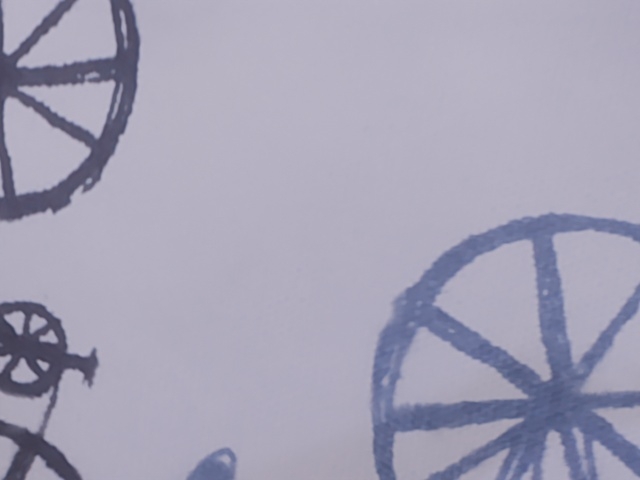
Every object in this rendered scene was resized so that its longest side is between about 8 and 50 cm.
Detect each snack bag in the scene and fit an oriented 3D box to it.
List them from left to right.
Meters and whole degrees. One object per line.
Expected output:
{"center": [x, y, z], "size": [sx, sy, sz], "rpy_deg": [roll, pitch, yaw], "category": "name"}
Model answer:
{"center": [-0.052, 0.079, 0.392], "size": [0.342, 0.037, 0.323], "rpy_deg": [6, 104, -3], "category": "snack bag"}
